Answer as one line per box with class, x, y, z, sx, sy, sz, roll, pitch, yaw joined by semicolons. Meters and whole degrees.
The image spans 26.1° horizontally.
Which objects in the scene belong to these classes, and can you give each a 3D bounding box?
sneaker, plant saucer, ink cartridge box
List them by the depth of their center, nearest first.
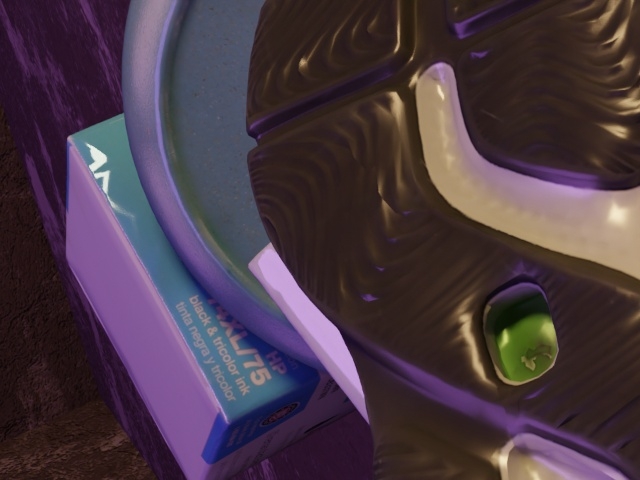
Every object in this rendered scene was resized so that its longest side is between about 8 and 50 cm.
sneaker;0.117;0.035;0.502;0.257;0.169;0.447;38;-143;-47
plant saucer;0.043;-0.064;0.677;0.044;0.318;0.317;-49;-59;-66
ink cartridge box;0.000;0.000;0.891;0.197;0.270;0.198;59;161;14

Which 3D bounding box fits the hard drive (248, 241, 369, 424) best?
hard drive;0.156;0.075;0.599;0.353;0.233;0.047;52;-157;10
